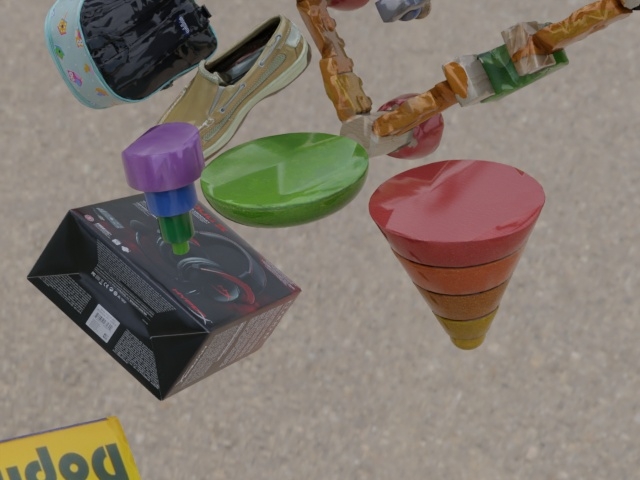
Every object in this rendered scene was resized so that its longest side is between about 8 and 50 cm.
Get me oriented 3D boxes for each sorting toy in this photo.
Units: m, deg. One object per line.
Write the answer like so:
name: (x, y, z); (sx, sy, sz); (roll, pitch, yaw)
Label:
sorting toy: (0.000, 0.000, 0.993); (0.366, 0.126, 0.127); (12, 34, 34)

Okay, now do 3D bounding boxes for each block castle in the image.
block castle: (0.191, -0.308, 1.542); (0.213, 0.453, 0.303); (-18, 82, -58)

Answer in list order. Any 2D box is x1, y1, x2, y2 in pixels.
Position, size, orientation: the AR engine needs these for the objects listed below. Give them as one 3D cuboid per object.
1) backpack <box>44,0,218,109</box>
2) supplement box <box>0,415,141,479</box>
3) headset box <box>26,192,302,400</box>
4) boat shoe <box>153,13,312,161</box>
backpack: (-0.241, -0.249, 1.576); (0.144, 0.166, 0.188); (-3, 33, 36)
supplement box: (-0.275, 0.291, 0.939); (0.194, 0.356, 0.195); (-7, 68, -44)
headset box: (-0.171, 0.050, 1.573); (0.218, 0.110, 0.293); (41, 21, 12)
boat shoe: (-0.098, -0.140, 1.213); (0.190, 0.072, 0.068); (-44, 60, 0)
